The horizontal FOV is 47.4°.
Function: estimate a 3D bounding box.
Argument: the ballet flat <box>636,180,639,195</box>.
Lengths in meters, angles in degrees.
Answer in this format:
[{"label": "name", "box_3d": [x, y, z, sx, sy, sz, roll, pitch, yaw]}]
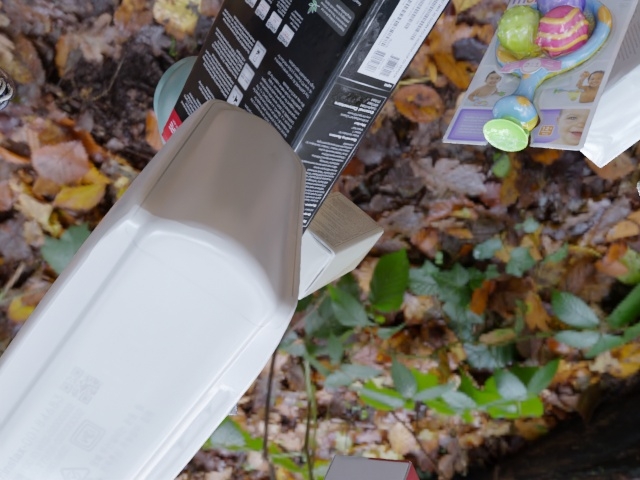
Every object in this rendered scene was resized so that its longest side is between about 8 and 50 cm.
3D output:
[{"label": "ballet flat", "box_3d": [0.681, -0.065, 1.286, 0.241, 0.077, 0.091, 15, 114, 28]}]

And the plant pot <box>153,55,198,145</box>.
[{"label": "plant pot", "box_3d": [-0.218, -0.264, 1.503, 0.196, 0.293, 0.293, 38, 153, 31]}]

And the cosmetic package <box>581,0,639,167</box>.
[{"label": "cosmetic package", "box_3d": [0.462, -0.308, 1.022, 0.097, 0.377, 0.284, 35, 129, -14]}]

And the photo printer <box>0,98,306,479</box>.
[{"label": "photo printer", "box_3d": [-0.114, 0.039, 0.483, 0.107, 0.307, 0.256, 35, 108, -13]}]

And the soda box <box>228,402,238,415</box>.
[{"label": "soda box", "box_3d": [-0.130, 0.144, 0.913, 0.060, 0.053, 0.168, 0, 125, -11]}]

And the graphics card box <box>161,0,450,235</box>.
[{"label": "graphics card box", "box_3d": [-0.030, -0.195, 0.793, 0.094, 0.232, 0.371, 5, 127, -41]}]

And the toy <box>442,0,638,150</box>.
[{"label": "toy", "box_3d": [0.213, -0.193, 0.699, 0.137, 0.237, 0.056, 9, 154, 37]}]

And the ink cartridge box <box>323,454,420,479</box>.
[{"label": "ink cartridge box", "box_3d": [0.093, 0.402, 1.069, 0.127, 0.072, 0.175, -6, 124, 31]}]

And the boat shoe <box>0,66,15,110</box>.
[{"label": "boat shoe", "box_3d": [-0.550, -0.258, 1.173, 0.127, 0.340, 0.158, -44, 135, -3]}]

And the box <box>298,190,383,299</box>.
[{"label": "box", "box_3d": [0.000, 0.000, 1.478, 0.148, 0.311, 0.121, 41, 111, 12]}]
